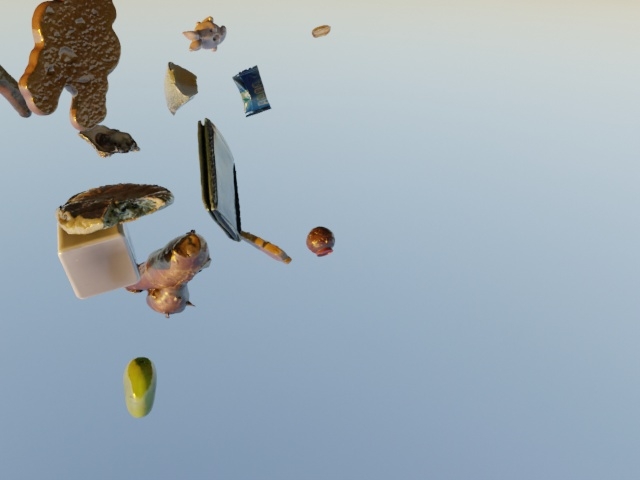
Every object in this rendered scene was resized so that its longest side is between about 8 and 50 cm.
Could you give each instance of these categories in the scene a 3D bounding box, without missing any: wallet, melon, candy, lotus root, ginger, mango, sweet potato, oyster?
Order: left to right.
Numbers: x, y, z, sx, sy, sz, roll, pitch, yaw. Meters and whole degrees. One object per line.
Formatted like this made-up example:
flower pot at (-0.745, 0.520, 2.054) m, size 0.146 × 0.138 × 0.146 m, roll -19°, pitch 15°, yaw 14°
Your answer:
sweet potato at (-0.831, -0.417, 1.458) m, size 0.075 × 0.273 × 0.075 m, roll -12°, pitch -124°, yaw 19°
oyster at (-0.894, -0.416, 2.406) m, size 0.223 × 0.083 × 0.214 m, roll 31°, pitch -154°, yaw 1°
mango at (-0.494, 0.403, 1.577) m, size 0.089 × 0.163 × 0.117 m, roll -2°, pitch 164°, yaw -34°
ginger at (-0.495, 0.122, 1.961) m, size 0.418 × 0.254 × 0.176 m, roll -34°, pitch -160°, yaw 34°
melon at (-0.397, -0.415, 1.626) m, size 0.093 × 0.139 × 0.202 m, roll 7°, pitch -142°, yaw -29°
wallet at (-0.321, -0.185, 1.804) m, size 0.075 × 0.237 × 0.342 m, roll -15°, pitch -116°, yaw 9°
candy at (-0.207, -0.449, 1.723) m, size 0.088 × 0.136 × 0.038 m, roll -23°, pitch -162°, yaw -14°
lotus root at (0.002, -0.864, 2.360) m, size 0.083 × 0.037 × 0.030 m, roll -21°, pitch -134°, yaw -8°

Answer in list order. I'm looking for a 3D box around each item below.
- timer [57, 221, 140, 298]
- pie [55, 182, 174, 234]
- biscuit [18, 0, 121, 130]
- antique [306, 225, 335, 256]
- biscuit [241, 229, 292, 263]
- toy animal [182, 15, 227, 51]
timer at (-0.677, 0.031, 1.749) m, size 0.194 × 0.192 × 0.195 m, roll -17°, pitch -142°, yaw -15°
pie at (-0.598, -0.102, 1.668) m, size 0.338 × 0.075 × 0.337 m, roll -5°, pitch -158°, yaw 2°
biscuit at (-0.477, -0.372, 1.116) m, size 0.044 × 0.295 × 0.186 m, roll 11°, pitch 175°, yaw 33°
antique at (0.000, 0.000, 1.917) m, size 0.104 × 0.104 × 0.104 m, roll 1°, pitch -151°, yaw 0°
biscuit at (-0.208, 0.016, 2.061) m, size 0.239 × 0.041 × 0.212 m, roll 30°, pitch 173°, yaw -5°
toy animal at (-0.426, -0.762, 2.140) m, size 0.124 × 0.124 × 0.212 m, roll 4°, pitch -149°, yaw 6°
